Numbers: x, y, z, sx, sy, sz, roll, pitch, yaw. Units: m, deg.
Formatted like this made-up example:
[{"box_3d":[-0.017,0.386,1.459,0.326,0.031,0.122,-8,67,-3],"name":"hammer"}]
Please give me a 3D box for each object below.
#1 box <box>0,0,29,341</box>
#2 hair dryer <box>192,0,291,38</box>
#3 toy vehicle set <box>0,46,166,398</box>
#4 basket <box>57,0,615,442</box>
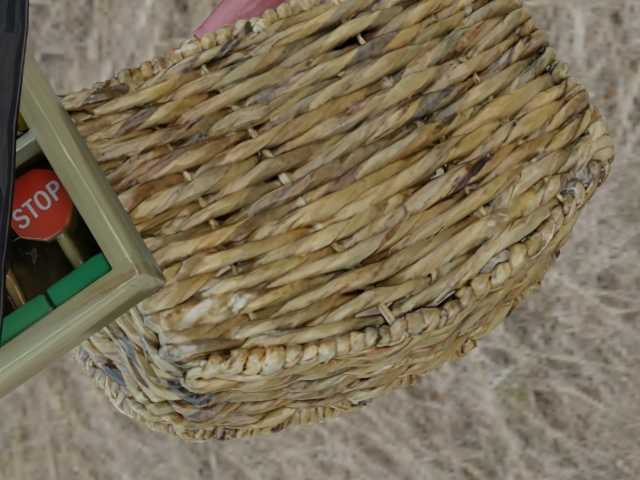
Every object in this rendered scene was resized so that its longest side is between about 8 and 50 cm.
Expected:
[{"box_3d":[-0.336,-0.068,0.385,0.479,0.297,0.472,-15,63,33],"name":"box"},{"box_3d":[-0.011,-0.261,1.386,0.293,0.223,0.080,-36,84,33],"name":"hair dryer"},{"box_3d":[-0.211,0.020,0.577,0.267,0.035,0.166,-35,78,6],"name":"toy vehicle set"},{"box_3d":[0.000,0.000,0.878,0.213,0.299,0.223,56,156,16],"name":"basket"}]
